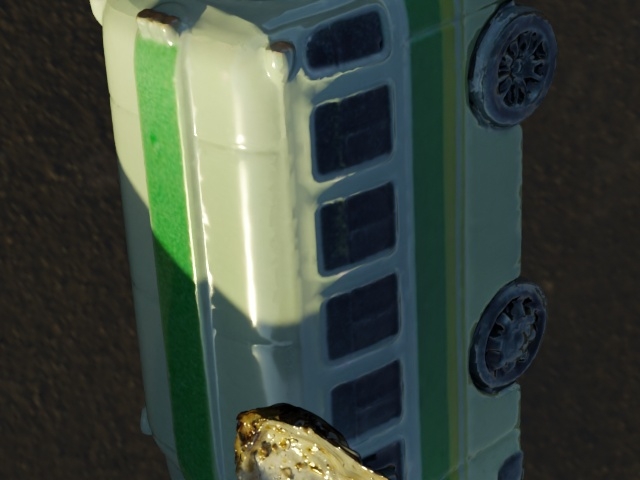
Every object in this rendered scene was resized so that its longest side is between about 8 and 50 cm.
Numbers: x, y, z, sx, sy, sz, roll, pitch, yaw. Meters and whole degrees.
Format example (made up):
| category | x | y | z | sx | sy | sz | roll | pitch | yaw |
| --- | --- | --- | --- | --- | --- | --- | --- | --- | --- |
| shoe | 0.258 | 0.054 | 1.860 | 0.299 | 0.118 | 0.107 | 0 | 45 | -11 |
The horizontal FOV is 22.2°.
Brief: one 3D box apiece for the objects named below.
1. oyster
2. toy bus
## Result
| category | x | y | z | sx | sy | sz | roll | pitch | yaw |
| --- | --- | --- | --- | --- | --- | --- | --- | --- | --- |
| oyster | -0.001 | 0.087 | 0.590 | 0.019 | 0.083 | 0.054 | -22 | 139 | -52 |
| toy bus | 0.000 | 0.000 | 0.694 | 0.165 | 0.134 | 0.276 | -26 | 124 | -38 |
